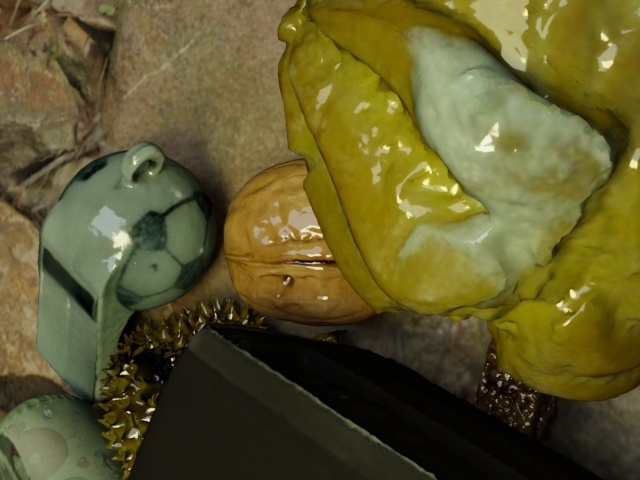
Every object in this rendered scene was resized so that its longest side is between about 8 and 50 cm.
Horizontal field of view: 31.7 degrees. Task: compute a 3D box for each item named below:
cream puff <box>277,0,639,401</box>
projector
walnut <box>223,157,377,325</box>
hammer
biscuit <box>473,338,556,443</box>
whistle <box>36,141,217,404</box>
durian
[{"bbox_3d":[0.114,-0.089,0.755,0.276,0.378,0.378,2,83,16],"label":"cream puff"},{"bbox_3d":[0.030,0.307,0.771,0.395,0.242,0.405,26,99,48],"label":"projector"},{"bbox_3d":[0.000,0.000,0.949,0.180,0.144,0.144,7,85,28],"label":"walnut"},{"bbox_3d":[-0.290,0.318,1.094,0.335,0.119,0.206,-51,60,22],"label":"hammer"},{"bbox_3d":[0.145,0.155,0.893,0.064,0.034,0.199,16,91,33],"label":"biscuit"},{"bbox_3d":[-0.179,0.015,1.068,0.163,0.163,0.289,50,145,27],"label":"whistle"},{"bbox_3d":[-0.095,0.141,0.981,0.237,0.138,0.193,-37,65,19],"label":"durian"}]
